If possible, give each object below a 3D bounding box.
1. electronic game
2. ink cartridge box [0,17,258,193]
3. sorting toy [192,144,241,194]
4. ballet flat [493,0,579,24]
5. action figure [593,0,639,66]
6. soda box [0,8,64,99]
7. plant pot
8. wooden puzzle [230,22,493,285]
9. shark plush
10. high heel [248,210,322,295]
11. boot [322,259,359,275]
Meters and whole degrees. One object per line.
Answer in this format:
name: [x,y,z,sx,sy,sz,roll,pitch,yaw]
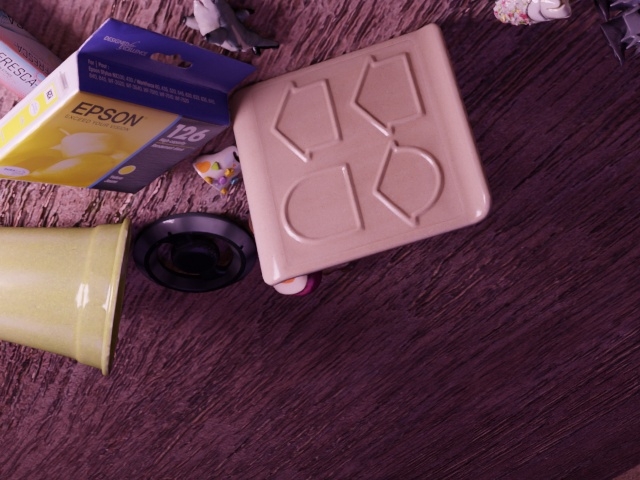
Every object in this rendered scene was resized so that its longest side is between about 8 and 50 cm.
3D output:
electronic game: [-0.232,0.025,1.854,0.229,0.048,0.229,-4,141,-3]
ink cartridge box: [-0.282,-0.174,1.437,0.307,0.072,0.303,-30,160,30]
sorting toy: [-0.156,-0.123,1.661,0.075,0.045,0.083,-42,140,12]
ballet flat: [0.354,-0.360,1.398,0.241,0.077,0.091,-29,145,28]
action figure: [0.539,-0.366,1.428,0.284,0.099,0.185,-24,134,11]
soda box: [-0.417,-0.251,1.347,0.058,0.063,0.183,-24,147,16]
plant pot: [-0.468,0.080,1.706,0.253,0.276,0.276,8,145,-8]
wooden puzzle: [0.053,-0.121,1.460,0.347,0.322,0.080,-19,156,13]
shark plush: [-0.112,-0.295,1.385,0.161,0.073,0.067,22,105,-35]
high heel: [0.000,0.000,1.645,0.181,0.377,0.127,6,110,-16]
boot: [0.045,0.025,1.949,0.106,0.037,0.114,-6,154,-33]
